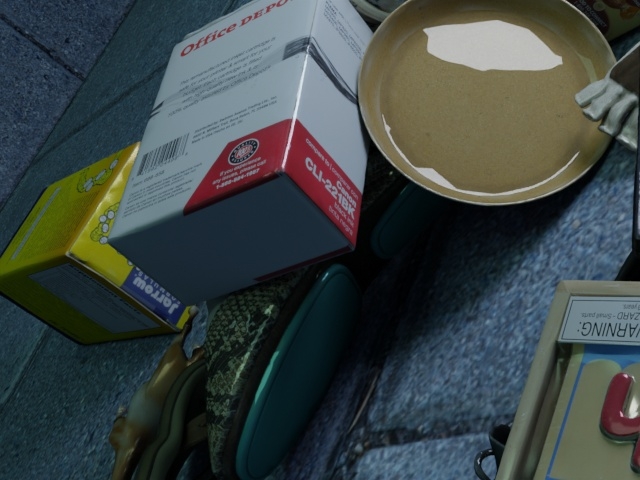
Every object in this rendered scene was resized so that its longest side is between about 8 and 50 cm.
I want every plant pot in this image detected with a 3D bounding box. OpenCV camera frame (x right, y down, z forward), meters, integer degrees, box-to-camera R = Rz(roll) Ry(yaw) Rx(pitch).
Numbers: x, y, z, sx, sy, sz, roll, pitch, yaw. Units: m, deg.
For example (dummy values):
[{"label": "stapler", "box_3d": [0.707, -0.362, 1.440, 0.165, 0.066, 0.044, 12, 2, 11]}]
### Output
[{"label": "plant pot", "box_3d": [0.152, -0.133, 0.914, 0.236, 0.236, 0.032, -60, -14, -19]}]

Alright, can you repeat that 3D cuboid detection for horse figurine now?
[{"label": "horse figurine", "box_3d": [-0.184, 0.182, 1.175, 0.263, 0.066, 0.174, -51, 14, 17]}]

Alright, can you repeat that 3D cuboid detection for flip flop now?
[{"label": "flip flop", "box_3d": [-0.130, 0.217, 1.012, 0.277, 0.080, 0.112, -71, -8, -70]}]

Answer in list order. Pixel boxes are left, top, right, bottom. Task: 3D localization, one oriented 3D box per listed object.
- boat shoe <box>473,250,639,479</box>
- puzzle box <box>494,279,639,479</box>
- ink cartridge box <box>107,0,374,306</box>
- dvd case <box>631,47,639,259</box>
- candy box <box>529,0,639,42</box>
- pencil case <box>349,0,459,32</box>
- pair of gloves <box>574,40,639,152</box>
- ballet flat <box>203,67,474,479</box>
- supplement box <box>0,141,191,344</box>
[{"label": "boat shoe", "box_3d": [0.155, 0.136, 0.610, 0.340, 0.113, 0.127, -51, 24, -1]}, {"label": "puzzle box", "box_3d": [0.249, 0.142, 0.391, 0.409, 0.052, 0.272, -1, 53, 40]}, {"label": "ink cartridge box", "box_3d": [-0.061, -0.098, 0.933, 0.197, 0.114, 0.273, -19, 43, 31]}, {"label": "dvd case", "box_3d": [0.295, -0.085, 0.635, 0.180, 0.022, 0.253, 0, 48, 19]}, {"label": "candy box", "box_3d": [0.288, -0.287, 0.995, 0.316, 0.087, 0.183, -25, 35, 44]}, {"label": "pencil case", "box_3d": [0.086, -0.318, 1.132, 0.184, 0.160, 0.410, -5, 10, 2]}, {"label": "pair of gloves", "box_3d": [0.316, -0.128, 0.774, 0.204, 0.042, 0.240, -43, 29, 15]}, {"label": "ballet flat", "box_3d": [0.000, 0.000, 0.983, 0.182, 0.164, 0.483, 29, 76, 27]}, {"label": "supplement box", "box_3d": [-0.317, 0.018, 1.485, 0.356, 0.194, 0.195, -13, 45, 53]}]
